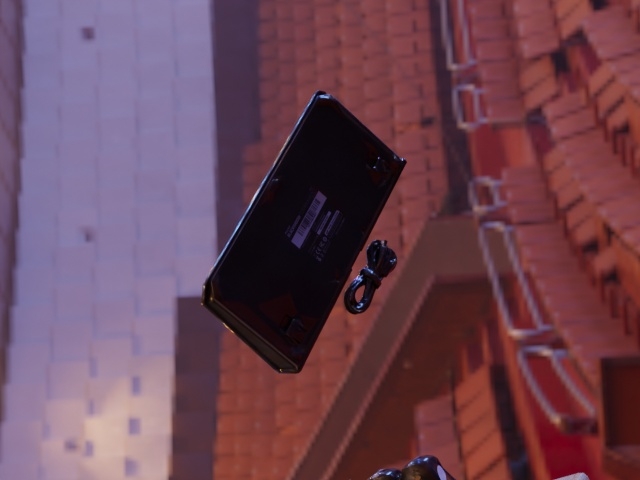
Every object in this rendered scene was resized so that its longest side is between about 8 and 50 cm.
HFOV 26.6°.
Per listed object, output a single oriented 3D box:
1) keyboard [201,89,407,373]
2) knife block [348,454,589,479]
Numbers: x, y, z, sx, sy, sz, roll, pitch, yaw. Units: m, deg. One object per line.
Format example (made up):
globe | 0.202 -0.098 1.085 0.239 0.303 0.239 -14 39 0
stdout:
keyboard | 0.000 0.000 0.843 0.023 0.108 0.180 -25 30 51
knife block | 0.057 0.196 0.459 0.275 0.088 0.242 65 -154 -7
